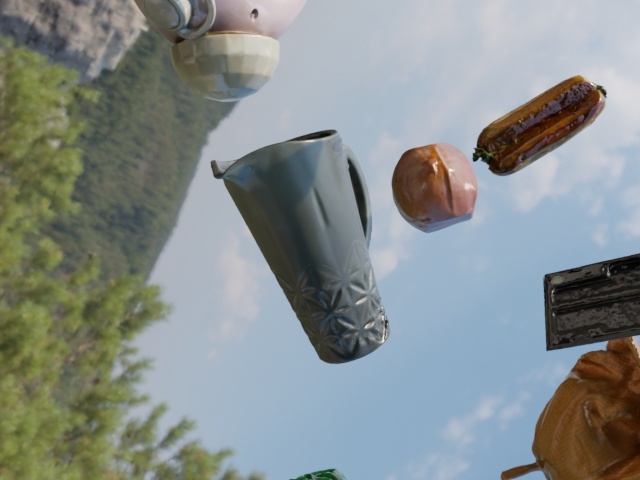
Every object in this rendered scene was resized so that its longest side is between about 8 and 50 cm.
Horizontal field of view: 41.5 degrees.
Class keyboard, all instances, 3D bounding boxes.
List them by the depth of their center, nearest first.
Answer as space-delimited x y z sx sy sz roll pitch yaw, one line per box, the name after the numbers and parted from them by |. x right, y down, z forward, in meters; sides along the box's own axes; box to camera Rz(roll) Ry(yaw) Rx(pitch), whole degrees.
0.219 0.019 0.456 0.198 0.010 0.063 -15 -142 24 | keyboard

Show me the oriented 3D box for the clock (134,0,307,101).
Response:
-0.138 -0.388 1.112 0.184 0.342 0.325 -6 -137 41 | clock

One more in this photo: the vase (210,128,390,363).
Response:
0.000 0.000 1.090 0.156 0.300 0.251 -9 -161 40 | vase

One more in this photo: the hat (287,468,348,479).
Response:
-0.017 0.408 0.784 0.274 0.332 0.242 -36 164 22 | hat

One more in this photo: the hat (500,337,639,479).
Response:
0.327 0.249 1.062 0.233 0.244 0.233 -28 -175 19 | hat

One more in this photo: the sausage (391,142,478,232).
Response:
0.207 -0.092 1.530 0.153 0.141 0.268 -19 173 7 | sausage

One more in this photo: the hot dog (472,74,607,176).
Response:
0.277 -0.143 1.077 0.188 0.072 0.055 -31 170 5 | hot dog
